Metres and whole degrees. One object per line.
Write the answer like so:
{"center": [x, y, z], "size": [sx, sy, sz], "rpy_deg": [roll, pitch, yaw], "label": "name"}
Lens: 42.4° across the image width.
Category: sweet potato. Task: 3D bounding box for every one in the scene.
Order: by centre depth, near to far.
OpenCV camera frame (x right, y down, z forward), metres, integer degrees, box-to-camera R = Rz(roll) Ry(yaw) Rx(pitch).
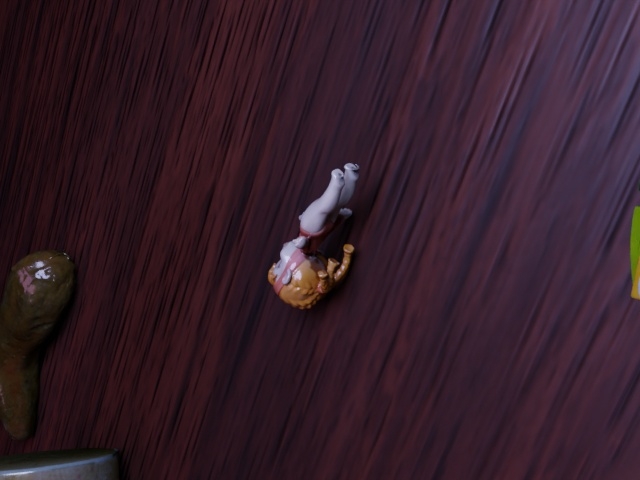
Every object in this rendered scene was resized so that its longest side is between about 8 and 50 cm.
{"center": [-0.312, 0.104, 0.868], "size": [0.081, 0.062, 0.233], "rpy_deg": [41, 120, 39], "label": "sweet potato"}

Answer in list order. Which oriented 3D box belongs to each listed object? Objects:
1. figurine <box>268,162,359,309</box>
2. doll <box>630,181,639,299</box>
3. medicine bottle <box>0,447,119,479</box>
{"center": [0.000, 0.000, 0.535], "size": [0.047, 0.064, 0.109], "rpy_deg": [38, 127, 18], "label": "figurine"}
{"center": [0.190, -0.009, 0.290], "size": [0.186, 0.106, 0.134], "rpy_deg": [144, 124, -59], "label": "doll"}
{"center": [-0.243, 0.352, 0.709], "size": [0.151, 0.151, 0.322], "rpy_deg": [-14, 78, 46], "label": "medicine bottle"}
